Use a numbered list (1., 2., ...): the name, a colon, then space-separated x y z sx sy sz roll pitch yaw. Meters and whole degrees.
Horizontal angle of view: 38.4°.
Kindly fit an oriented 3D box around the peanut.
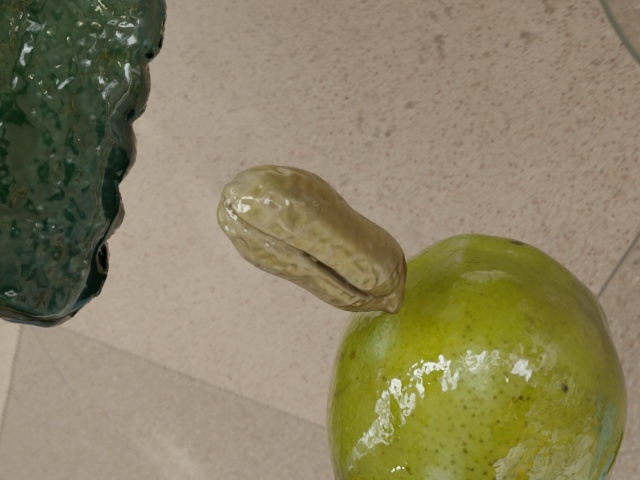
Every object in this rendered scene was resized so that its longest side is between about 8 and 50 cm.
1. peanut: 0.000 0.000 0.650 0.080 0.080 0.174 -24 137 37

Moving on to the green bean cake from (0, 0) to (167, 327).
1. green bean cake: -0.300 -0.107 0.741 0.308 0.169 0.300 14 92 -14

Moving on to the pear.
1. pear: 0.137 0.144 0.827 0.294 0.294 0.294 13 116 28
